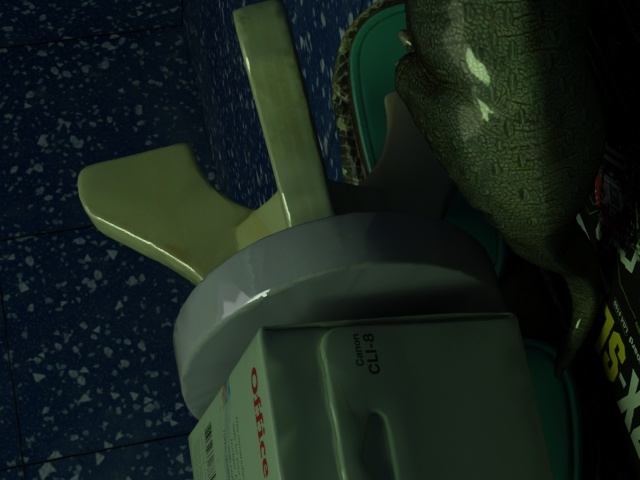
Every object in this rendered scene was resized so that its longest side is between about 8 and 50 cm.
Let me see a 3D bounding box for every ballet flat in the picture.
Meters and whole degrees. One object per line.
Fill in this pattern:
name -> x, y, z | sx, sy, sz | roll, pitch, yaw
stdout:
ballet flat -> 0.105, 0.064, 0.841 | 0.182, 0.164, 0.482 | 38, -135, -74

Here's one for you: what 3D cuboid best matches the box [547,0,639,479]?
box -> 0.180, 0.004, 0.471 | 0.257, 0.079, 0.322 | 95, 165, -50

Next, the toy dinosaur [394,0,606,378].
toy dinosaur -> 0.072, -0.080, 0.482 | 0.160, 0.121, 0.313 | -85, -3, -74

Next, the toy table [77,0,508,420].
toy table -> 0.000, 0.000, 0.654 | 0.274, 0.252, 0.160 | 103, 155, -62

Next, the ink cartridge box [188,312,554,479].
ink cartridge box -> 0.019, 0.124, 0.568 | 0.176, 0.127, 0.128 | 123, 141, -62
